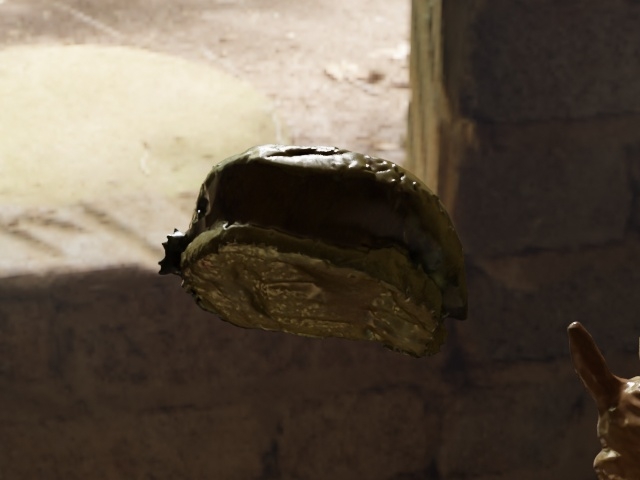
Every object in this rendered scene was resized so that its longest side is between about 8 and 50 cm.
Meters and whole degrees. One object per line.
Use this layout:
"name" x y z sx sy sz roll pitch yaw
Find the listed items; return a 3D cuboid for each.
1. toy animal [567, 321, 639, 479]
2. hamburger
"toy animal" 0.252 0.112 0.753 0.104 0.184 0.185 -38 9 -33
"hamburger" 0.000 0.000 1.234 0.309 0.211 0.132 12 55 7
